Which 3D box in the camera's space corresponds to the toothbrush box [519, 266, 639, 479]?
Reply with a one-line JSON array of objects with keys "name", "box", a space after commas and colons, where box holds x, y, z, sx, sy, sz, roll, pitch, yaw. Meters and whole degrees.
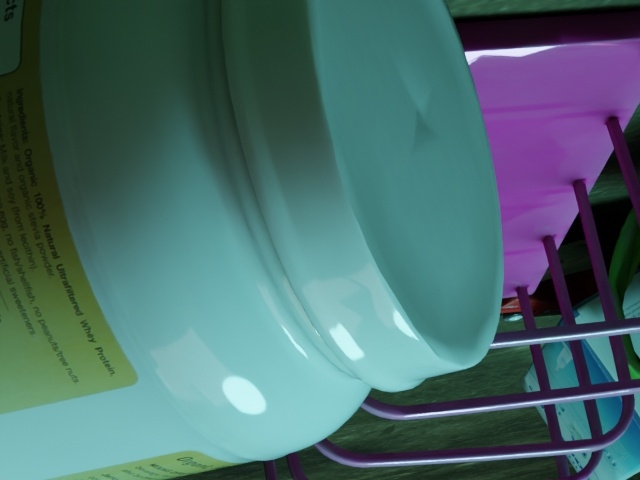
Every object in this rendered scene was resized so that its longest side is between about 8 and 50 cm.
[{"name": "toothbrush box", "box": [0.291, 0.083, 1.411, 0.216, 0.126, 0.295, -30, 169, -8]}]

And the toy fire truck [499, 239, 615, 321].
[{"name": "toy fire truck", "box": [0.168, 0.023, 1.388, 0.192, 0.047, 0.135, -3, 163, -24]}]

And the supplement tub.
[{"name": "supplement tub", "box": [-0.106, -0.011, 0.720, 0.316, 0.228, 0.228, -14, 165, 21]}]

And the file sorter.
[{"name": "file sorter", "box": [0.075, 0.036, 0.988, 0.202, 0.182, 0.290, -5, 152, -13]}]

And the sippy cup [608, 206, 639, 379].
[{"name": "sippy cup", "box": [0.356, 0.041, 1.134, 0.305, 0.224, 0.240, 24, 164, -13]}]
